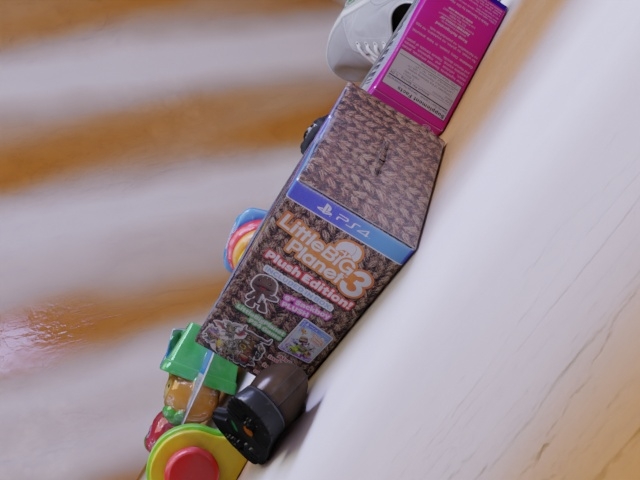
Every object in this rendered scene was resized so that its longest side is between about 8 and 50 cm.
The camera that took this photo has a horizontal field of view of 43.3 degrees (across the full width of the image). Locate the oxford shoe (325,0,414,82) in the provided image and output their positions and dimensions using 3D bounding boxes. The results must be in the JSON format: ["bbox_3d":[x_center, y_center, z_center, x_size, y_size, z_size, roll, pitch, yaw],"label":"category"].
[{"bbox_3d":[0.133,-0.391,1.551,0.449,0.169,0.130,-20,53,60],"label":"oxford shoe"}]

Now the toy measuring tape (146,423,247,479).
[{"bbox_3d":[-0.139,0.243,1.062,0.330,0.121,0.121,-60,6,-11],"label":"toy measuring tape"}]

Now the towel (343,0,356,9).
[{"bbox_3d":[0.186,-0.495,1.550,0.325,0.247,0.038,141,127,-77],"label":"towel"}]

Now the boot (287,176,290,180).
[{"bbox_3d":[0.027,-0.162,1.814,0.207,0.090,0.248,-50,21,7],"label":"boot"}]

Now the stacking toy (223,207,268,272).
[{"bbox_3d":[-0.117,0.070,1.751,0.302,0.165,0.175,-107,37,-62],"label":"stacking toy"}]

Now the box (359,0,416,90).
[{"bbox_3d":[0.174,-0.323,1.311,0.275,0.113,0.094,-57,7,32],"label":"box"}]

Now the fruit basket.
[{"bbox_3d":[-0.286,0.336,1.625,0.353,0.165,0.327,-63,6,-9],"label":"fruit basket"}]

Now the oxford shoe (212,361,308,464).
[{"bbox_3d":[-0.060,0.193,0.913,0.096,0.083,0.227,-41,-3,-28],"label":"oxford shoe"}]

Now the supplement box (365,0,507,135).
[{"bbox_3d":[0.149,-0.247,1.117,0.220,0.114,0.111,-59,6,-17],"label":"supplement box"}]

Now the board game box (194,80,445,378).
[{"bbox_3d":[0.000,0.000,0.974,0.291,0.141,0.232,-54,7,39],"label":"board game box"}]

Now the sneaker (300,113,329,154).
[{"bbox_3d":[0.025,-0.139,1.458,0.104,0.147,0.296,-55,8,22],"label":"sneaker"}]
